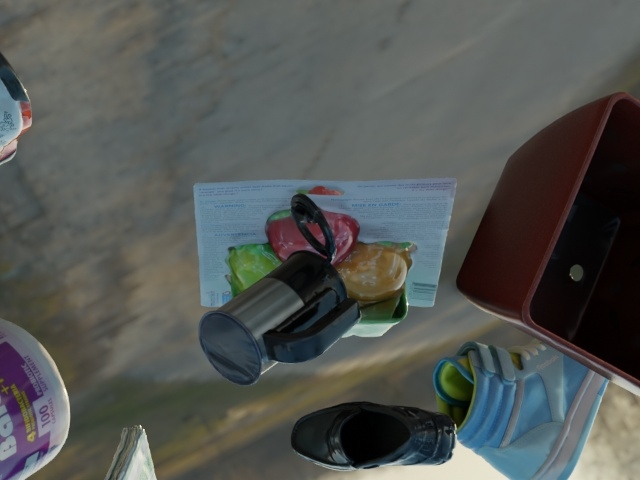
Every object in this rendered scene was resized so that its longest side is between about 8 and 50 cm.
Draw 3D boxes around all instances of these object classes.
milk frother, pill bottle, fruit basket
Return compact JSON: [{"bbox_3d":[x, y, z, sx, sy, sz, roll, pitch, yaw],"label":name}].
[{"bbox_3d":[-0.044,0.046,1.694,0.129,0.143,0.135,-13,-163,48],"label":"milk frother"},{"bbox_3d":[-0.386,0.197,1.624,0.169,0.169,0.301,-32,-179,37],"label":"pill bottle"},{"bbox_3d":[0.000,0.000,2.276,0.327,0.165,0.353,-2,146,-2],"label":"fruit basket"}]

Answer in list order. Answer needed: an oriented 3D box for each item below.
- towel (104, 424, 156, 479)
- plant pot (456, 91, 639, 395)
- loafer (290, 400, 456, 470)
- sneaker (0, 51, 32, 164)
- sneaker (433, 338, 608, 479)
[{"bbox_3d":[-0.199,0.278,1.803,0.152,0.023,0.113,85,20,-46],"label":"towel"},{"bbox_3d":[0.306,0.018,1.924,0.236,0.267,0.267,1,-115,64],"label":"plant pot"},{"bbox_3d":[0.043,0.202,1.824,0.078,0.076,0.223,15,166,-42],"label":"loafer"},{"bbox_3d":[-0.407,-0.118,1.928,0.145,0.090,0.270,-32,174,-21],"label":"sneaker"},{"bbox_3d":[0.262,0.156,2.256,0.127,0.208,0.319,-46,-164,51],"label":"sneaker"}]
